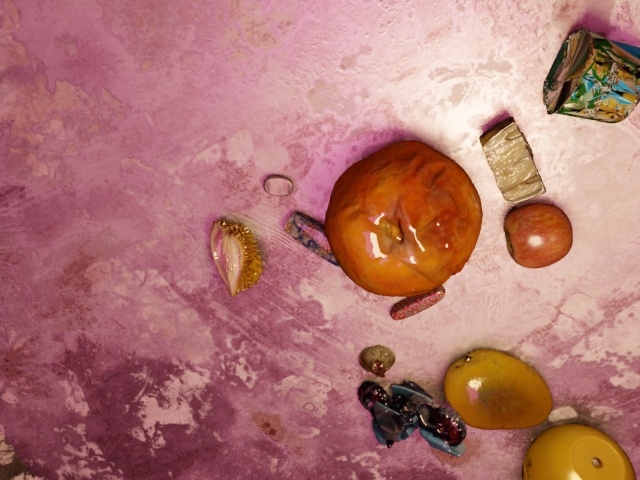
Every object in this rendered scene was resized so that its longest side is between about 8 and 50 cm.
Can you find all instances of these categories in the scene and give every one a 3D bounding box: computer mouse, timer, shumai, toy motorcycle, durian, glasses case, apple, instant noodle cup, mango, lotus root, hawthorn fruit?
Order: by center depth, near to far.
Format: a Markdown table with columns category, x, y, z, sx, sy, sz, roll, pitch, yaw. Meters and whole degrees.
| category | x | y | z | sx | sy | sz | roll | pitch | yaw |
| --- | --- | --- | --- | --- | --- | --- | --- | --- | --- |
| instant noodle cup | 0.712 | -0.411 | 1.573 | 0.178 | 0.240 | 0.240 | 15 | 113 | -5 |
| hawthorn fruit | 0.233 | -0.043 | 1.684 | 0.471 | 0.472 | 0.472 | 4 | 111 | 10 |
| lotus root | 0.537 | -0.228 | 1.713 | 0.119 | 0.138 | 0.235 | -22 | 105 | 23 |
| apple | 0.623 | -0.015 | 1.746 | 0.173 | 0.188 | 0.188 | -13 | 107 | 4 |
| computer mouse | -0.133 | -0.173 | 1.917 | 0.096 | 0.039 | 0.066 | 4 | 111 | 1 |
| mango | 0.568 | 0.486 | 1.930 | 0.365 | 0.182 | 0.253 | 21 | 95 | -5 |
| glasses case | 0.000 | 0.000 | 1.939 | 0.248 | 0.065 | 0.087 | 35 | 114 | -2 |
| timer | 0.801 | 0.779 | 1.944 | 0.376 | 0.376 | 0.387 | 14 | 137 | 6 |
| glasses case | 0.313 | 0.201 | 1.947 | 0.194 | 0.073 | 0.049 | -30 | 102 | 20 |
| durian | -0.270 | 0.039 | 1.977 | 0.138 | 0.183 | 0.250 | -19 | 105 | -21 |
| toy motorcycle | 0.303 | 0.605 | 2.022 | 0.416 | 0.172 | 0.232 | 8 | 121 | 40 |
| shumai | 0.188 | 0.417 | 2.045 | 0.123 | 0.087 | 0.099 | -18 | 107 | 18 |
